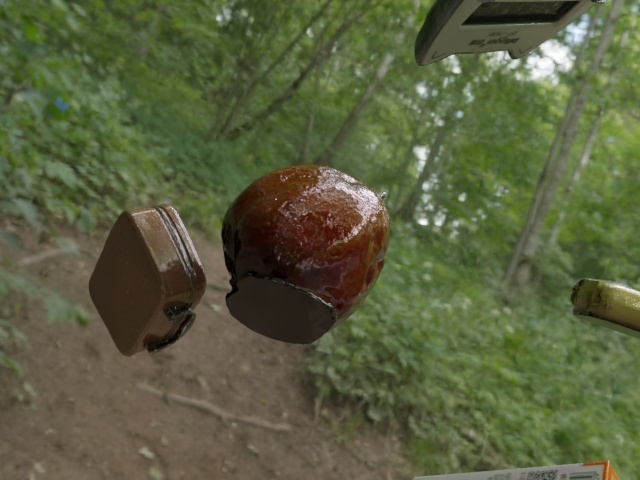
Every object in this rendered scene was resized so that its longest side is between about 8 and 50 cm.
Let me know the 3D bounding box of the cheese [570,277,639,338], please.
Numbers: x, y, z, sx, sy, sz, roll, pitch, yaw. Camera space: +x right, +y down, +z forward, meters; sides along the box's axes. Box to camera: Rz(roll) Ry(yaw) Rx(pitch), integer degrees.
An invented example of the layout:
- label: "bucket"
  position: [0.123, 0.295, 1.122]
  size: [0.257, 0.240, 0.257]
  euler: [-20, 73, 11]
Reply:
- label: "cheese"
  position: [0.284, 0.068, 0.608]
  size: [0.162, 0.036, 0.086]
  euler: [19, -2, 2]

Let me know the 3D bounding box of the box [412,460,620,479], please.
- label: "box"
  position: [0.185, 0.372, 0.854]
  size: [0.265, 0.273, 0.048]
  euler: [-17, -61, 36]

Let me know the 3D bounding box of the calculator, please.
- label: "calculator"
  position: [0.194, -0.221, 0.609]
  size: [0.177, 0.040, 0.268]
  euler: [-12, -12, -33]

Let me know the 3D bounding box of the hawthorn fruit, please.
- label: "hawthorn fruit"
  position: [0.000, 0.000, 0.890]
  size: [0.189, 0.251, 0.189]
  euler: [39, -30, 28]

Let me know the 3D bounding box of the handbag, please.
- label: "handbag"
  position: [-0.221, 0.057, 0.994]
  size: [0.072, 0.151, 0.193]
  euler: [-13, -29, -41]
